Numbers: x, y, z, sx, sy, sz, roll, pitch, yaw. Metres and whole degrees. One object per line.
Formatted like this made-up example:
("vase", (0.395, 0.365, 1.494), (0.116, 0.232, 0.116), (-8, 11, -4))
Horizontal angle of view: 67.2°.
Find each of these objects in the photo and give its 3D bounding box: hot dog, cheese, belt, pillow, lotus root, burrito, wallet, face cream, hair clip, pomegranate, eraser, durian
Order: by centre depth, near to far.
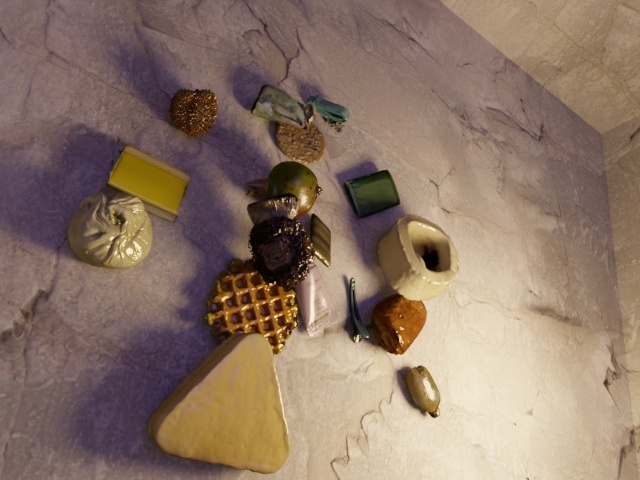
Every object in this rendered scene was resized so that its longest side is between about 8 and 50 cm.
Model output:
("cheese", (-0.232, 0.424, 1.317), (0.383, 0.104, 0.385), (6, 78, -28))
("eraser", (-0.513, -0.173, 1.445), (0.225, 0.069, 0.158), (26, 57, -23))
("durian", (-0.418, -0.427, 1.584), (0.158, 0.137, 0.168), (5, 80, -11))
("face cream", (-0.035, 0.167, 1.614), (0.154, 0.096, 0.274), (-26, 97, -47))
("pomegranate", (-0.124, -0.170, 1.630), (0.245, 0.198, 0.199), (-3, 72, -25))
("pillow", (0.000, 0.000, 1.689), (0.113, 0.038, 0.204), (45, 28, -28))
("hair clip", (0.123, 0.243, 1.707), (0.039, 0.070, 0.230), (4, 61, -28))
("lotus root", (0.374, 0.542, 1.719), (0.113, 0.088, 0.192), (-19, 82, -44))
("hot dog", (0.287, 0.295, 1.747), (0.196, 0.122, 0.272), (57, 36, -1))
("burrito", (-0.132, -0.483, 1.795), (0.228, 0.089, 0.144), (23, 63, -6))
("cheese", (0.375, 0.069, 1.825), (0.292, 0.153, 0.333), (21, 45, -20))
("wallet", (0.209, -0.188, 1.941), (0.235, 0.055, 0.161), (-20, 85, -31))
("belt", (0.027, -0.523, 1.961), (0.179, 0.100, 0.065), (27, 57, -4))

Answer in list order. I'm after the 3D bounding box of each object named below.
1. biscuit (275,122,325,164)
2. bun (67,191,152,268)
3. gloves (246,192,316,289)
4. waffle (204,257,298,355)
("biscuit", (-0.075, -0.386, 1.848), (0.219, 0.033, 0.220), (14, 61, -26))
("bun", (-0.563, -0.035, 1.311), (0.229, 0.145, 0.230), (15, 59, -27))
("gloves", (-0.123, 0.005, 1.502), (0.210, 0.135, 0.313), (-6, 74, 0))
("waffle", (-0.201, 0.211, 1.491), (0.302, 0.068, 0.325), (35, 57, -16))
